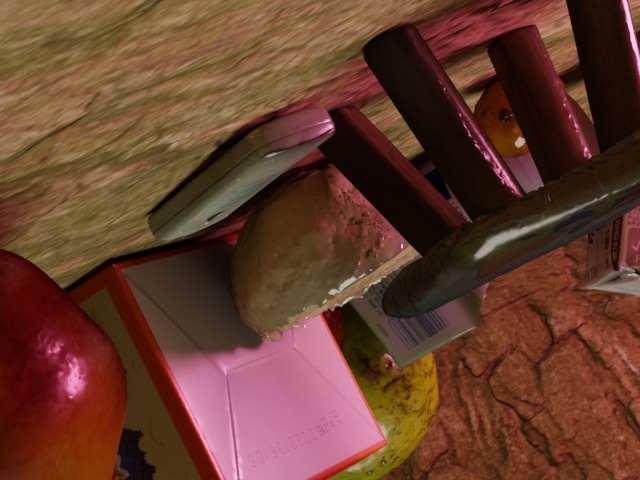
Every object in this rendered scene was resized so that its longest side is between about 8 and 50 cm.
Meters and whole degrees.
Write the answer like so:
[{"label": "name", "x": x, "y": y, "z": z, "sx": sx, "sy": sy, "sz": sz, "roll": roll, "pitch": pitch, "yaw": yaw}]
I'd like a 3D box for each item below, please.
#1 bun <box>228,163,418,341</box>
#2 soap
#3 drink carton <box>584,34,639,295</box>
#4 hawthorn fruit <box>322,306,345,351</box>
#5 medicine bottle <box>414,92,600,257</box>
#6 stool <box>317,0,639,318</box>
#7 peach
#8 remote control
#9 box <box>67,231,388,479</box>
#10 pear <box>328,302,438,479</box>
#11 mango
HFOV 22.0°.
[{"label": "bun", "x": 0.000, "y": 0.000, "z": 1.855, "sx": 0.259, "sy": 0.152, "sz": 0.259, "roll": -29, "pitch": 176, "yaw": -2}, {"label": "soap", "x": 0.121, "y": 0.044, "z": 2.301, "sx": 0.138, "sy": 0.199, "sz": 0.182, "roll": -33, "pitch": -169, "yaw": 22}, {"label": "drink carton", "x": 0.437, "y": -0.090, "z": 2.153, "sx": 0.132, "sy": 0.324, "sz": 0.194, "roll": 9, "pitch": 169, "yaw": -4}, {"label": "hawthorn fruit", "x": -0.036, "y": 0.117, "z": 2.239, "sx": 0.181, "sy": 0.235, "sz": 0.181, "roll": -37, "pitch": 157, "yaw": -19}, {"label": "medicine bottle", "x": 0.234, "y": -0.080, "z": 2.165, "sx": 0.254, "sy": 0.152, "sz": 0.152, "roll": -33, "pitch": 171, "yaw": 31}, {"label": "stool", "x": 0.173, "y": -0.093, "z": 1.554, "sx": 0.310, "sy": 0.226, "sz": 0.310, "roll": -24, "pitch": 172, "yaw": -18}, {"label": "peach", "x": -0.296, "y": 0.149, "z": 1.330, "sx": 0.308, "sy": 0.307, "sz": 0.332, "roll": -30, "pitch": -172, "yaw": 21}, {"label": "remote control", "x": -0.078, "y": -0.062, "z": 1.577, "sx": 0.098, "sy": 0.038, "sz": 0.233, "roll": -22, "pitch": 172, "yaw": -37}, {"label": "box", "x": -0.161, "y": 0.191, "z": 1.941, "sx": 0.257, "sy": 0.318, "sz": 0.349, "roll": -30, "pitch": 174, "yaw": 30}, {"label": "pear", "x": -0.027, "y": 0.220, "z": 2.487, "sx": 0.391, "sy": 0.391, "sz": 0.391, "roll": -27, "pitch": 173, "yaw": -4}, {"label": "mango", "x": 0.229, "y": -0.157, "z": 1.901, "sx": 0.105, "sy": 0.084, "sz": 0.159, "roll": -50, "pitch": -176, "yaw": 28}]
